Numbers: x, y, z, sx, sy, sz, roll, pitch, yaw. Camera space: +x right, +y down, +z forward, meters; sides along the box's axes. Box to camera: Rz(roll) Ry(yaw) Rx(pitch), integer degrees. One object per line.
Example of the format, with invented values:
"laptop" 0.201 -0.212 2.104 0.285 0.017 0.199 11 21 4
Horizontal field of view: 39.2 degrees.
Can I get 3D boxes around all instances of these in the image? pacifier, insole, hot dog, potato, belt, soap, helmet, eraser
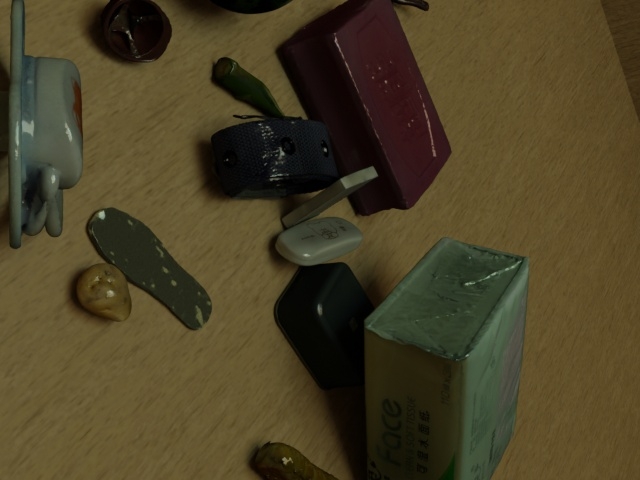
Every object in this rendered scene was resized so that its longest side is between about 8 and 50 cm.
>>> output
"pacifier" -0.387 -0.126 1.001 0.233 0.244 0.299 4 51 -21
"insole" -0.235 0.041 1.270 0.248 0.011 0.081 50 50 -35
"hot dog" -0.003 0.403 1.443 0.289 0.083 0.068 49 29 -35
"potato" -0.280 0.070 1.176 0.068 0.062 0.083 -53 146 -25
"belt" -0.071 -0.138 1.423 0.230 0.140 0.126 -7 82 -51
"soap" 0.094 -0.253 1.659 0.233 0.128 0.359 -52 124 -44
"helmet" -0.269 -0.304 1.262 0.089 0.057 0.111 -56 142 4
"eraser" 0.015 -0.072 1.499 0.104 0.150 0.023 -25 85 -51

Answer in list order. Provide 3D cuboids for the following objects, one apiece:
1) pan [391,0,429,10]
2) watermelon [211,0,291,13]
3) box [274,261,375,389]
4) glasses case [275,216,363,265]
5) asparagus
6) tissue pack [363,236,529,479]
"pan" 0.143 -0.507 1.838 0.212 0.040 0.115 10 74 -43
"watermelon" -0.107 -0.479 1.356 0.269 0.269 0.269 14 72 -50
"box" 0.026 0.143 1.519 0.201 0.090 0.144 59 42 -25
"glasses case" 0.000 0.000 1.525 0.193 0.074 0.049 -16 136 -52
"asparagus" -0.104 -0.241 1.472 0.178 0.041 0.045 28 69 -47
"tissue pack" 0.218 0.250 1.557 0.332 0.205 0.405 -41 139 -47
